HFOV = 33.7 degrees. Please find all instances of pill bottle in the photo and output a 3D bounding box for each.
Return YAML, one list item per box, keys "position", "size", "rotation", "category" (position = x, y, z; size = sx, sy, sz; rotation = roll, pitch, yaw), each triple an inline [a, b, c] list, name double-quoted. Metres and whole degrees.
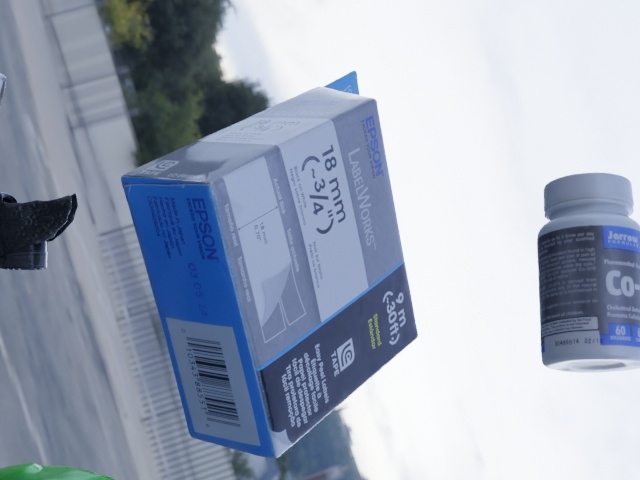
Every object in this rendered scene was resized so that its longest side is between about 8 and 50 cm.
- position: [0.199, 0.025, 0.778]
  size: [0.078, 0.078, 0.137]
  rotation: [108, -17, -75]
  category: "pill bottle"

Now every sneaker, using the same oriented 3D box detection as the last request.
- position: [-0.360, -0.013, 1.185]
  size: [0.051, 0.170, 0.089]
  rotation: [-25, 119, -85]
  category: "sneaker"

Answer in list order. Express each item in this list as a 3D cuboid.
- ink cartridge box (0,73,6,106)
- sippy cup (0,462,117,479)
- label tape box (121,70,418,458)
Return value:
- position: [-0.396, -0.077, 0.602]
  size: [0.272, 0.309, 0.130]
  rotation: [30, -64, 19]
  category: "ink cartridge box"
- position: [-0.183, 0.250, 0.506]
  size: [0.224, 0.305, 0.240]
  rotation: [-11, 84, -66]
  category: "sippy cup"
- position: [0.000, 0.000, 0.951]
  size: [0.106, 0.333, 0.241]
  rotation: [4, -65, 38]
  category: "label tape box"
